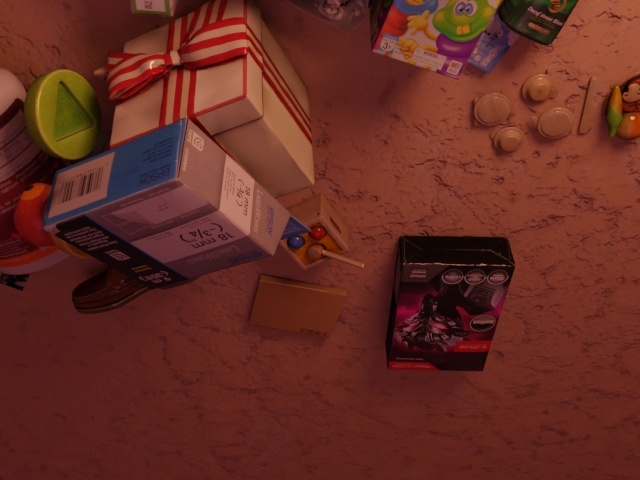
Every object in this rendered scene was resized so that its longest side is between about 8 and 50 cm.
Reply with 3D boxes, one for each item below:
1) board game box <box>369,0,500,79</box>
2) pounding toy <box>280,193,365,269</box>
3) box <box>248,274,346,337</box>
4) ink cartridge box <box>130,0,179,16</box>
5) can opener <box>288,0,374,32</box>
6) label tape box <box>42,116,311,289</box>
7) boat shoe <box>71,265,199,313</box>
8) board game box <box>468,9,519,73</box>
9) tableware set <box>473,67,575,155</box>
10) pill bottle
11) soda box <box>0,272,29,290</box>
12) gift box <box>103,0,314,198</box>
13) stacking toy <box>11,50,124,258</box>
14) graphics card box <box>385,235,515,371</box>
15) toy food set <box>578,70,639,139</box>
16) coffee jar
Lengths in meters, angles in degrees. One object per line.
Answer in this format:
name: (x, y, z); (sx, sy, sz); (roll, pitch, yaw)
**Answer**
board game box: (0.182, -0.392, 0.908); (0.142, 0.144, 0.275); (15, 132, -11)
pounding toy: (0.000, 0.000, 1.314); (0.130, 0.100, 0.141); (-23, 129, 22)
box: (-0.055, 0.155, 1.518); (0.201, 0.021, 0.164); (11, 133, -8)
ink cartridge box: (-0.232, -0.431, 0.905); (0.062, 0.109, 0.209); (3, 133, -2)
can opener: (-0.054, -0.402, 0.964); (0.283, 0.095, 0.076); (26, 134, -6)
label tape box: (-0.195, -0.016, 0.991); (0.240, 0.106, 0.333); (-16, 146, 25)
boat shoe: (-0.399, 0.058, 1.387); (0.307, 0.111, 0.104); (-21, 126, 7)
board game box: (0.261, -0.325, 1.054); (0.090, 0.020, 0.090); (20, 131, -18)
tableware set: (0.356, -0.219, 1.153); (0.168, 0.020, 0.141); (-19, 128, 20)
pill bottle: (-0.562, -0.147, 1.106); (0.224, 0.224, 0.392); (-10, 132, 11)
soda box: (-0.626, 0.030, 1.388); (0.053, 0.060, 0.169); (23, 130, -20)
gift box: (-0.174, -0.217, 1.019); (0.255, 0.276, 0.258); (-21, 145, 15)
stacking toy: (-0.391, -0.148, 1.072); (0.130, 0.309, 0.279); (2, 118, 22)
graphics card box: (0.273, 0.150, 1.456); (0.233, 0.094, 0.371); (2, 133, 0)
toy food set: (0.551, -0.230, 1.123); (0.192, 0.038, 0.132); (-4, 133, 5)
coffee jar: (0.348, -0.385, 0.954); (0.096, 0.079, 0.184); (18, 131, -15)
